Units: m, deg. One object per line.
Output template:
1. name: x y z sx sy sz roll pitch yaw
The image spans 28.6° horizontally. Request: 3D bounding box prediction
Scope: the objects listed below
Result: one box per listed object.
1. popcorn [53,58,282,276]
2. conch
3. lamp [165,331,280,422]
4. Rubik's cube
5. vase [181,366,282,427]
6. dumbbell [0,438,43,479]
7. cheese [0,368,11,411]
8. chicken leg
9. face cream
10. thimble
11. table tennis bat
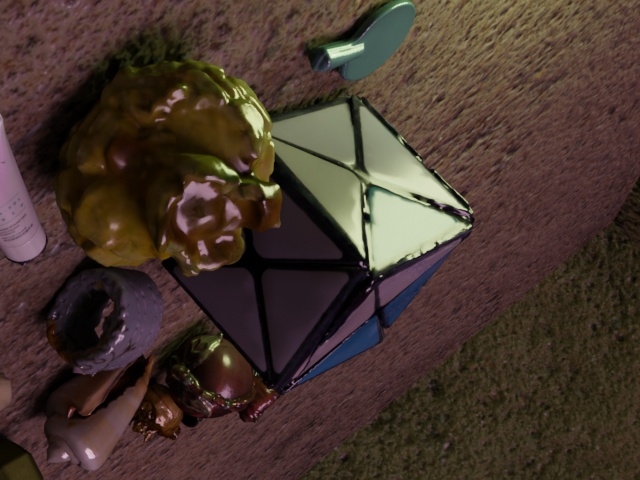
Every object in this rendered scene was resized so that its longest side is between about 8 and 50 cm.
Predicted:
1. popcorn: -0.176 -0.083 1.479 0.224 0.270 0.258 72 21 -73
2. conch: -0.370 0.262 2.034 0.255 0.127 0.158 -56 144 -46
3. lamp: -0.196 0.248 2.275 0.151 0.215 0.223 -38 136 4
4. Rubik's cube: 0.000 0.000 1.890 0.305 0.310 0.307 -20 152 -49
5. vase: -0.181 0.294 2.493 0.237 0.115 0.115 -21 151 -41
6. dumbbell: -0.570 0.420 1.924 0.302 0.108 0.121 -29 156 -39
7. cheese: -0.542 0.259 1.698 0.249 0.071 0.163 -21 151 -48
8. chicken leg: -0.302 0.335 2.335 0.101 0.085 0.207 -40 159 -15
9. face cream: -0.367 -0.055 1.417 0.092 0.058 0.243 -35 154 -13
10. thimble: -0.303 0.111 1.784 0.151 0.127 0.118 -44 161 17
11. table tennis bat: 0.061 -0.286 1.837 0.237 0.038 0.149 -29 158 -49
